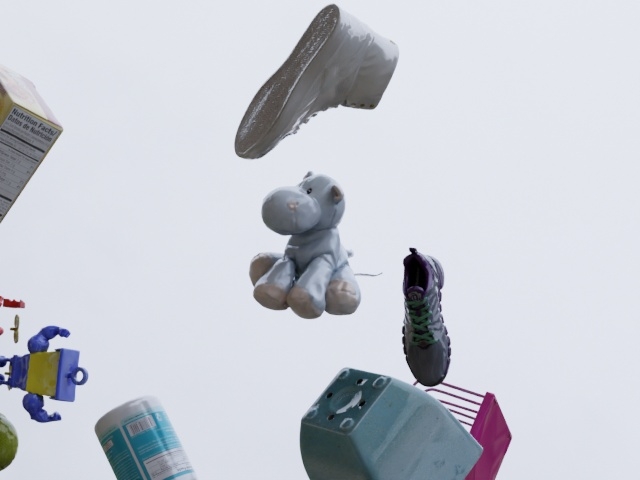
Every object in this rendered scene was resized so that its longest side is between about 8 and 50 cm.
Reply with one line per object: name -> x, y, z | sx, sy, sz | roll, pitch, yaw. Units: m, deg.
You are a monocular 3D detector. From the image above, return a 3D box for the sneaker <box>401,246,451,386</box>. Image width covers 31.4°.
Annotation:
sneaker -> 0.159, 0.125, 1.858 | 0.083, 0.224, 0.098 | -11, -19, 21

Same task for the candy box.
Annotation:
candy box -> -0.494, -0.079, 1.574 | 0.087, 0.316, 0.183 | 29, 11, -38

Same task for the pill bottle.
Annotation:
pill bottle -> -0.335, 0.452, 2.261 | 0.264, 0.146, 0.146 | 62, -33, 16

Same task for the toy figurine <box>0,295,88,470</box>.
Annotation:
toy figurine -> -0.577, 0.293, 2.280 | 0.217, 0.363, 0.191 | 1, -12, 13

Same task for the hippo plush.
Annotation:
hippo plush -> 0.000, 0.000, 2.219 | 0.234, 0.294, 0.237 | 40, -45, 50

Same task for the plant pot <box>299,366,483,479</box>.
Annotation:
plant pot -> 0.104, 0.380, 2.150 | 0.247, 0.248, 0.252 | 5, -45, 50

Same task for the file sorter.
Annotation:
file sorter -> 0.288, 0.451, 2.523 | 0.182, 0.202, 0.291 | 17, -21, 25

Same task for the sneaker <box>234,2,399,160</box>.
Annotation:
sneaker -> 0.002, -0.217, 1.794 | 0.169, 0.108, 0.292 | 21, -58, -37
